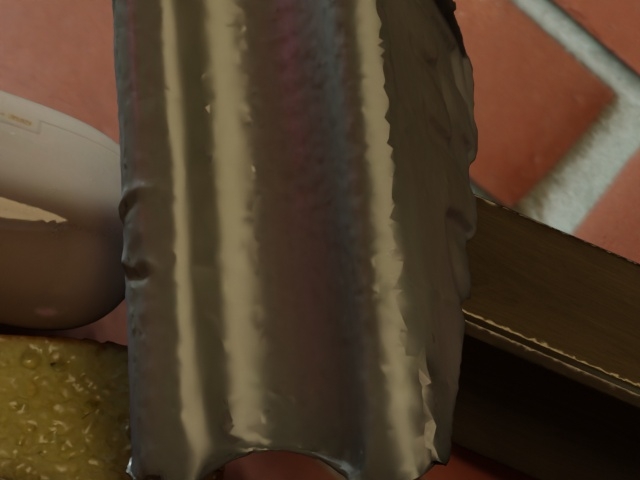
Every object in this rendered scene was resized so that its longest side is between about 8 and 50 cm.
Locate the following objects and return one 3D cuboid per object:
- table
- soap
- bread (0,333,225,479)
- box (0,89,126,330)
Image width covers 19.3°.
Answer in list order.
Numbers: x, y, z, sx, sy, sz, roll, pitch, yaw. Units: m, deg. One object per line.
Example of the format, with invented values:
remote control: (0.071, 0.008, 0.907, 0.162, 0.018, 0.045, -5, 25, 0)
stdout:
table: (0.150, 0.074, 1.049, 0.227, 0.167, 0.167, 23, 47, 0)
soap: (0.000, 0.000, 0.978, 0.159, 0.258, 0.302, -5, 75, 11)
bread: (-0.117, 0.100, 0.928, 0.187, 0.065, 0.103, 12, 45, -24)
box: (-0.182, -0.025, 0.949, 0.200, 0.088, 0.146, 19, 24, -15)
